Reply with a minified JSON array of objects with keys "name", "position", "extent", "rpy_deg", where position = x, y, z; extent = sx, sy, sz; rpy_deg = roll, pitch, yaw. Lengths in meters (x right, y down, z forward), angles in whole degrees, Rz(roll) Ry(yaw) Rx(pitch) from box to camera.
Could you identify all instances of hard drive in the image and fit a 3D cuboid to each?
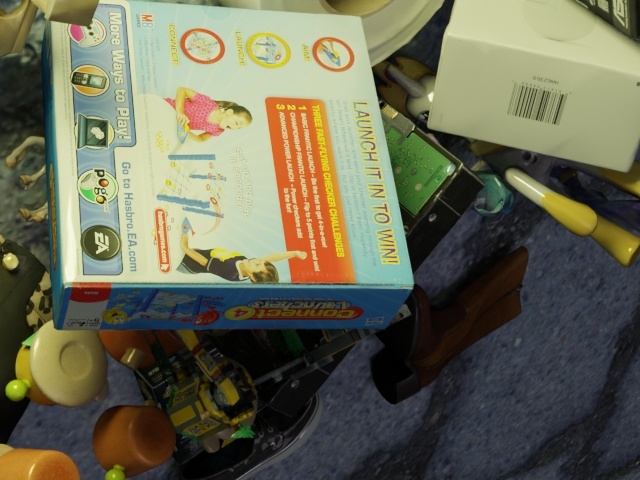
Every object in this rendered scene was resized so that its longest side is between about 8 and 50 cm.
[{"name":"hard drive","position":[0.000,0.000,1.509],"extent":[0.339,0.237,0.064],"rpy_deg":[-52,138,5]}]

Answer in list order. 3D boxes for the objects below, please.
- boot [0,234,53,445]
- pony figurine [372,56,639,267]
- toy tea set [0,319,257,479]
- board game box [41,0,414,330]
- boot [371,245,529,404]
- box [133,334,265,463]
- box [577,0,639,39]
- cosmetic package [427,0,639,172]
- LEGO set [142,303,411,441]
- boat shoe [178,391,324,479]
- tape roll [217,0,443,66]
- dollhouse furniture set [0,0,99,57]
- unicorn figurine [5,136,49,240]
[{"name":"boot","position":[-0.389,0.105,1.229],"extent":[0.377,0.138,0.284],"rpy_deg":[53,54,-43]},{"name":"pony figurine","position":[0.255,-0.110,1.635],"extent":[0.302,0.363,0.351],"rpy_deg":[-61,159,6]},{"name":"toy tea set","position":[-0.222,0.156,1.322],"extent":[0.124,0.200,0.336],"rpy_deg":[-17,-176,42]},{"name":"board game box","position":[-0.093,-0.071,1.206],"extent":[0.302,0.308,0.086],"rpy_deg":[2,149,-17]},{"name":"boot","position":[0.207,0.095,1.937],"extent":[0.280,0.096,0.264],"rpy_deg":[-31,141,-22]},{"name":"box","position":[-0.120,0.167,1.705],"extent":[0.220,0.051,0.175],"rpy_deg":[-33,142,-19]},{"name":"box","position":[0.216,-0.420,1.267],"extent":[0.097,0.318,0.395],"rpy_deg":[-38,142,-14]},{"name":"cosmetic package","position":[0.252,-0.214,1.456],"extent":[0.138,0.224,0.224],"rpy_deg":[97,8,-46]},{"name":"LEGO set","position":[-0.065,0.016,1.292],"extent":[0.255,0.331,0.192],"rpy_deg":[-9,164,-44]},{"name":"boat shoe","position":[-0.098,0.267,1.809],"extent":[0.228,0.080,0.076],"rpy_deg":[-34,144,-6]},{"name":"tape roll","position":[0.025,-0.313,1.359],"extent":[0.286,0.100,0.286],"rpy_deg":[-28,140,-26]},{"name":"dollhouse furniture set","position":[-0.301,-0.202,1.056],"extent":[0.161,0.182,0.101],"rpy_deg":[1,123,-47]},{"name":"unicorn figurine","position":[-0.255,-0.077,1.338],"extent":[0.111,0.060,0.162],"rpy_deg":[-33,158,-27]}]
